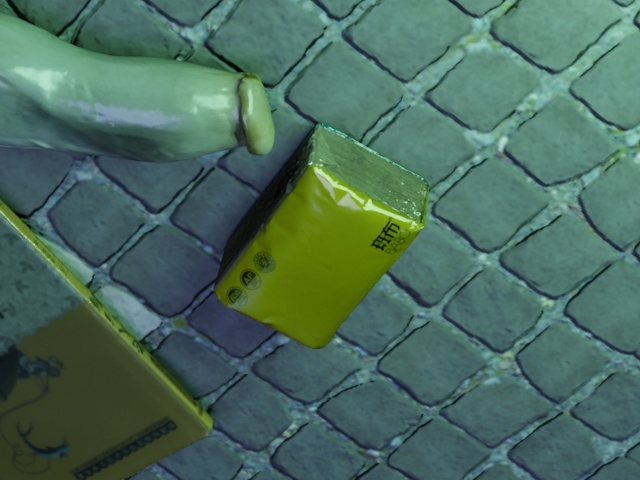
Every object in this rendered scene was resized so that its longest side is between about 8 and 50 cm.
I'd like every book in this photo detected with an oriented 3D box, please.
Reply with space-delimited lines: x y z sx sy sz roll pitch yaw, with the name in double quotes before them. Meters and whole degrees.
"book" -0.319 0.104 1.587 0.269 0.032 0.389 -30 117 24

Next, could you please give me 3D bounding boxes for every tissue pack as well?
"tissue pack" 0.000 0.000 1.457 0.120 0.082 0.169 29 122 -17

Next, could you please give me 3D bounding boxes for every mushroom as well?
"mushroom" -0.209 -0.123 1.383 0.351 0.097 0.109 11 128 -8
